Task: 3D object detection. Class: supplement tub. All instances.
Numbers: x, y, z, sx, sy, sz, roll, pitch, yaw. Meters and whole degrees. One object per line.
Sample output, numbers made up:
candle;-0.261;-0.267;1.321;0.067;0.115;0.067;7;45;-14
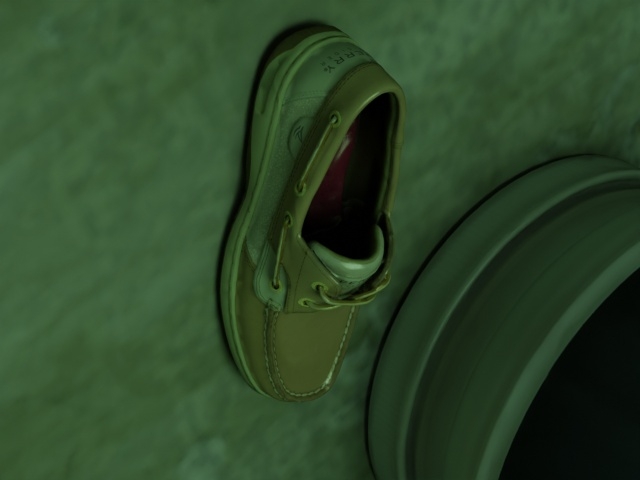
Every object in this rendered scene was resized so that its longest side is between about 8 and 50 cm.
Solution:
supplement tub;0.165;0.099;0.659;0.191;0.272;0.191;-23;129;-32

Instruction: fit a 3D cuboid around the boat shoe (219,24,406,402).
boat shoe;0.000;0.000;0.612;0.050;0.045;0.135;-19;127;-34
